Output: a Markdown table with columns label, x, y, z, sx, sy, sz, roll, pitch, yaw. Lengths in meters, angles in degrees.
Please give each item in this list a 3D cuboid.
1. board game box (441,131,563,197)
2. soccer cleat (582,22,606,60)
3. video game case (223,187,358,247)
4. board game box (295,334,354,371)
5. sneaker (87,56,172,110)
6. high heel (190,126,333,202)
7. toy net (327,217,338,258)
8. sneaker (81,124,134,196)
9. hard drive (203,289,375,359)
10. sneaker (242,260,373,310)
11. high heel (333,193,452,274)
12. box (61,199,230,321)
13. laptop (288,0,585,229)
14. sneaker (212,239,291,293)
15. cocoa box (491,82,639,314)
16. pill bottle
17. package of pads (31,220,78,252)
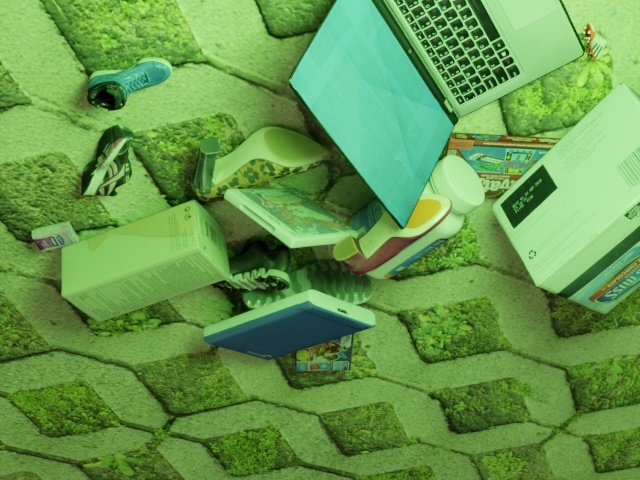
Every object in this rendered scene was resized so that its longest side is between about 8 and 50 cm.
| label | x | y | z | sx | sy | sz | roll | pitch | yaw |
| --- | --- | --- | --- | --- | --- | --- | --- | --- | --- |
| board game box | 0.376 | -0.144 | 1.804 | 0.281 | 0.027 | 0.145 | 2 | 135 | -7 |
| soccer cleat | 0.487 | -0.355 | 1.609 | 0.035 | 0.029 | 0.083 | -23 | 135 | 5 |
| video game case | -0.052 | -0.046 | 1.702 | 0.201 | 0.183 | 0.023 | -5 | 125 | -53 |
| board game box | 0.010 | 0.232 | 2.131 | 0.136 | 0.035 | 0.201 | 0 | 134 | -4 |
| sneaker | -0.332 | -0.267 | 1.581 | 0.152 | 0.085 | 0.058 | -9 | 134 | 3 |
| high heel | -0.117 | -0.132 | 1.751 | 0.261 | 0.093 | 0.186 | 0 | 151 | -14 |
| toy net | 0.000 | 0.000 | 1.897 | 0.232 | 0.045 | 0.122 | 33 | 123 | -31 |
| sneaker | -0.386 | -0.147 | 1.717 | 0.077 | 0.072 | 0.178 | 13 | 141 | -33 |
| hard drive | -0.070 | 0.189 | 1.973 | 0.318 | 0.040 | 0.210 | -22 | 149 | 37 |
| sneaker | -0.026 | 0.114 | 1.991 | 0.281 | 0.105 | 0.115 | -3 | 156 | 1 |
| high heel | 0.148 | -0.007 | 1.694 | 0.244 | 0.082 | 0.117 | -32 | 152 | 16 |
| box | -0.355 | 0.046 | 1.839 | 0.311 | 0.121 | 0.148 | -18 | 148 | 12 |
| laptop | 0.211 | -0.291 | 1.501 | 0.407 | 0.236 | 0.382 | -26 | 131 | 19 |
| sneaker | -0.151 | 0.052 | 1.914 | 0.234 | 0.106 | 0.078 | -3 | 150 | 35 |
| cocoa box | 0.549 | -0.069 | 1.715 | 0.228 | 0.231 | 0.347 | 22 | 124 | -36 |
| pill bottle | 0.183 | -0.048 | 1.772 | 0.152 | 0.152 | 0.272 | 29 | 132 | -29 |
| package of pads | -0.540 | -0.009 | 1.851 | 0.083 | 0.032 | 0.050 | -12 | 132 | 7 |
